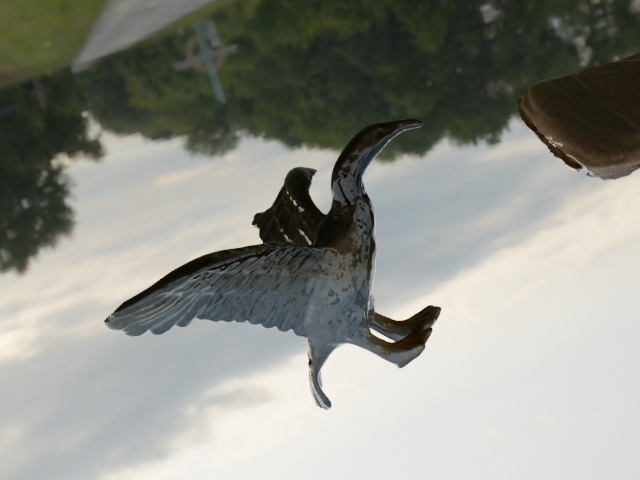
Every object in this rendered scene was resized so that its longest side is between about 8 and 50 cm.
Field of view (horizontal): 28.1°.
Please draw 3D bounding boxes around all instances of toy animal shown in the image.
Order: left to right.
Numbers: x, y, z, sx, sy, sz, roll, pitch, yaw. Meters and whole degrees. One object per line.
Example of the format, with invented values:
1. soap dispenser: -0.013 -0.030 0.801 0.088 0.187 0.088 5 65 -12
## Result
1. toy animal: 0.014 0.008 0.840 0.197 0.160 0.272 -35 -167 19

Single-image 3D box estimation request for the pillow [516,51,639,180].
1. pillow: 0.248 -0.104 0.889 0.211 0.034 0.135 -19 -141 -8
